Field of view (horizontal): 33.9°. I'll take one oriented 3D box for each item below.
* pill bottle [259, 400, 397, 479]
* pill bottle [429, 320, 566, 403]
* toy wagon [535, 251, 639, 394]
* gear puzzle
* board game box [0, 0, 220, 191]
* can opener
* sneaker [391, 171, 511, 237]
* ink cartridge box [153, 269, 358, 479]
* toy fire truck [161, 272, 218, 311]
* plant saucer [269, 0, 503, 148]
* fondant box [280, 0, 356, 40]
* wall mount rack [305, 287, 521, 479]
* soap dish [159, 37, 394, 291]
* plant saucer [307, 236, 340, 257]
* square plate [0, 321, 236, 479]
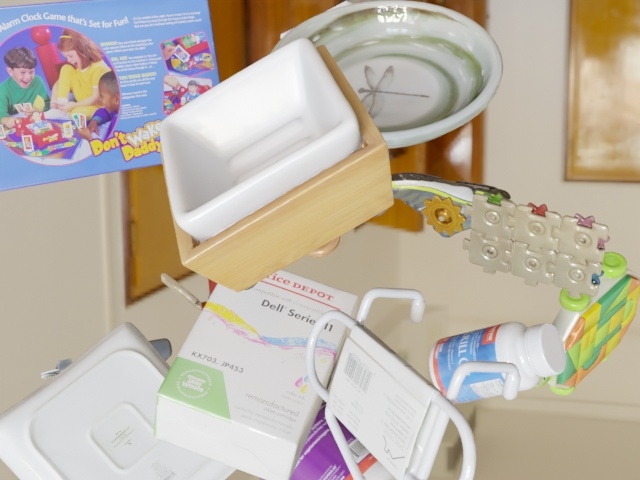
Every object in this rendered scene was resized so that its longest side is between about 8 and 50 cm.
[{"bbox_3d":[-0.032,0.357,1.825,0.323,0.181,0.181,38,-155,20],"label":"pill bottle"},{"bbox_3d":[0.314,0.211,1.861,0.222,0.124,0.124,-20,177,36],"label":"pill bottle"},{"bbox_3d":[0.493,0.188,2.024,0.344,0.267,0.068,-36,-129,-29],"label":"toy wagon"},{"bbox_3d":[0.338,-0.010,1.856,0.339,0.175,0.044,16,-137,22],"label":"gear puzzle"},{"bbox_3d":[-0.307,-0.208,1.433,0.347,0.233,0.078,-12,-171,-31],"label":"board game box"},{"bbox_3d":[-0.456,0.281,2.256,0.284,0.095,0.076,-8,166,-22],"label":"can opener"},{"bbox_3d":[0.246,-0.071,2.233,0.300,0.121,0.111,11,-168,4],"label":"sneaker"},{"bbox_3d":[-0.076,0.153,1.532,0.207,0.119,0.353,19,-133,7],"label":"ink cartridge box"},{"bbox_3d":[-0.237,0.107,2.403,0.247,0.158,0.217,-7,146,-8],"label":"toy fire truck"},{"bbox_3d":[0.108,-0.265,1.794,0.401,0.100,0.400,-4,-135,4],"label":"plant saucer"},{"bbox_3d":[0.022,-0.355,2.444,0.096,0.330,0.238,8,164,-41],"label":"fondant box"},{"bbox_3d":[0.100,0.235,1.254,0.131,0.304,0.350,7,-162,-32],"label":"wall mount rack"},{"bbox_3d":[-0.053,-0.085,1.130,0.229,0.118,0.291,-30,-149,4],"label":"soap dish"},{"bbox_3d":[0.000,0.000,2.178,0.084,0.013,0.083,-13,-134,14],"label":"plant saucer"},{"bbox_3d":[-0.345,0.349,1.837,0.347,0.344,0.049,-39,171,-36],"label":"square plate"}]
